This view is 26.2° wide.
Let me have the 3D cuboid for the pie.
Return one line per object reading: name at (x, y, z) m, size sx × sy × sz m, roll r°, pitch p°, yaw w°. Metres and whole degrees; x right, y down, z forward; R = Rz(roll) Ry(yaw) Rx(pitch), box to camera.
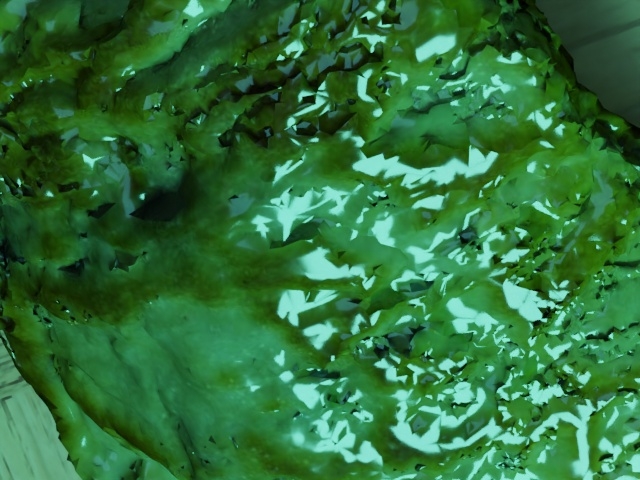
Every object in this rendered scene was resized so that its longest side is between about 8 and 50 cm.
pie at (-0.001, 0.023, 0.691) m, size 0.395 × 0.180 × 0.418 m, roll -19°, pitch 109°, yaw 23°
